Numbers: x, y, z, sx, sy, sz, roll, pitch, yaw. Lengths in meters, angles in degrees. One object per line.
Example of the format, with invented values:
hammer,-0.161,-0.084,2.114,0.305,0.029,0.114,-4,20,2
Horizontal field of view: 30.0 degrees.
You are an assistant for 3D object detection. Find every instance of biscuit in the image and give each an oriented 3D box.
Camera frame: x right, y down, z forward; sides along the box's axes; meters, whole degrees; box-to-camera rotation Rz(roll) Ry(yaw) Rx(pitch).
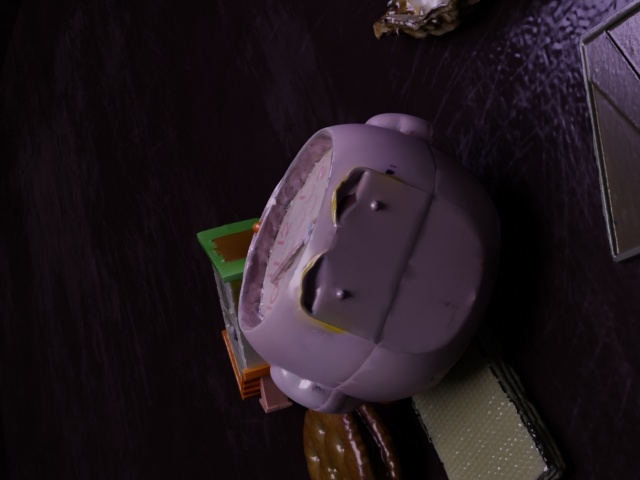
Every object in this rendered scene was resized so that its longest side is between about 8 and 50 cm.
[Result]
biscuit,0.195,0.219,1.413,0.150,0.052,0.252,-62,34,30
biscuit,0.044,0.311,1.621,0.220,0.066,0.220,168,90,-68

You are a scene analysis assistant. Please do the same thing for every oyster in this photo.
oyster,0.167,-0.329,1.532,0.345,0.078,0.128,-27,42,60

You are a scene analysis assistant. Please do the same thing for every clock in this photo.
clock,-0.098,0.121,1.856,0.220,0.106,0.255,-131,28,-66
clock,0.052,0.030,1.474,0.368,0.250,0.377,-69,16,-4

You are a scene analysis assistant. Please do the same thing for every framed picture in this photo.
framed picture,0.345,-0.127,1.220,0.192,0.018,0.265,-29,62,57

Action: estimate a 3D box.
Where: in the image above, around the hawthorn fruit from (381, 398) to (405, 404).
hawthorn fruit,0.088,0.172,1.593,0.093,0.093,0.093,-14,74,60
